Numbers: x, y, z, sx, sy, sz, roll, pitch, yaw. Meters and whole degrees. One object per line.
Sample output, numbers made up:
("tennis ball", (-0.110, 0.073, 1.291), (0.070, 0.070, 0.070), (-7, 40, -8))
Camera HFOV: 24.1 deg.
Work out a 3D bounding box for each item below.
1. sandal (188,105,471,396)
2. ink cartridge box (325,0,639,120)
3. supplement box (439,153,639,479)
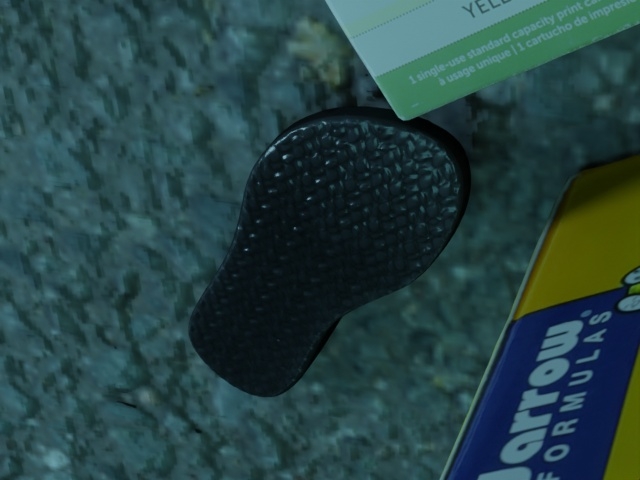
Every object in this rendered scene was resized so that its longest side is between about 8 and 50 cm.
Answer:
("sandal", (0.000, 0.000, 0.543), (0.067, 0.040, 0.179), (41, 143, 1))
("ink cartridge box", (0.037, -0.166, 0.399), (0.171, 0.056, 0.235), (-21, 114, 33))
("supplement box", (0.239, 0.061, 0.374), (0.356, 0.195, 0.194), (-16, 114, 31))
